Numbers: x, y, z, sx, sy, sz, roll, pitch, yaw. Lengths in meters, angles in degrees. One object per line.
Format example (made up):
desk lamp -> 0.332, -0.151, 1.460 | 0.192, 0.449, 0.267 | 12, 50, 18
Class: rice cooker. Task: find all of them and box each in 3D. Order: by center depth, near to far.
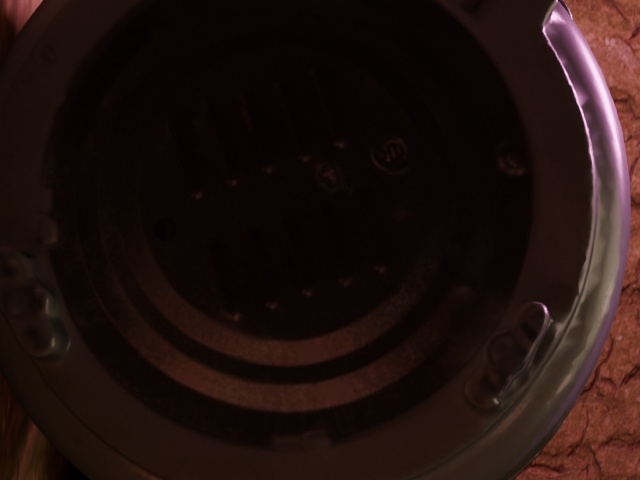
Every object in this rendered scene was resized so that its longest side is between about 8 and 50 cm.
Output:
rice cooker -> 0.000, 0.000, 0.585 | 0.317, 0.264, 0.317 | -55, 171, -14

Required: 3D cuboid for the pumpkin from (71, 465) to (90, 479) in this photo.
pumpkin -> -0.064, 0.117, 0.775 | 0.190, 0.146, 0.190 | 7, 90, -85
